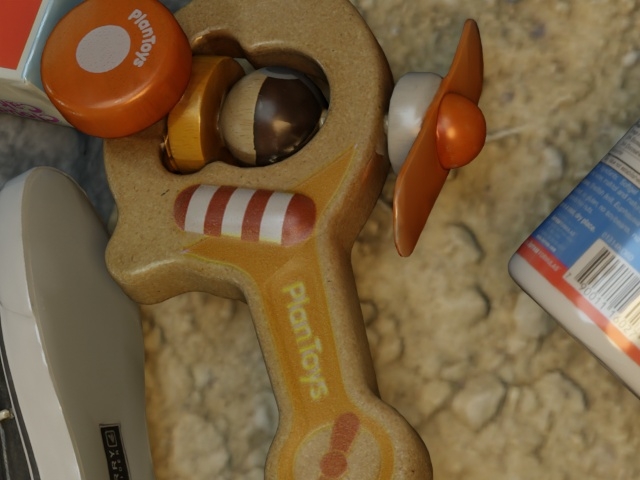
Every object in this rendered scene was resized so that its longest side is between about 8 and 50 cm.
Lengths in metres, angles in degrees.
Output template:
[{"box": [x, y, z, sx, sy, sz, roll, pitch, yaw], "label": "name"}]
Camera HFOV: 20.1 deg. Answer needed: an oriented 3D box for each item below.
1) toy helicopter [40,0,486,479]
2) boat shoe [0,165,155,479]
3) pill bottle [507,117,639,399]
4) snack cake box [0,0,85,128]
[{"box": [0.000, 0.000, 0.968, 0.235, 0.140, 0.355, -19, 59, 6], "label": "toy helicopter"}, {"box": [-0.157, 0.113, 1.022, 0.105, 0.113, 0.306, -19, 80, 25], "label": "boat shoe"}, {"box": [0.209, -0.025, 0.891, 0.221, 0.124, 0.124, -46, 59, 2], "label": "pill bottle"}, {"box": [-0.183, -0.216, 1.166, 0.152, 0.089, 0.264, 13, 78, 27], "label": "snack cake box"}]
